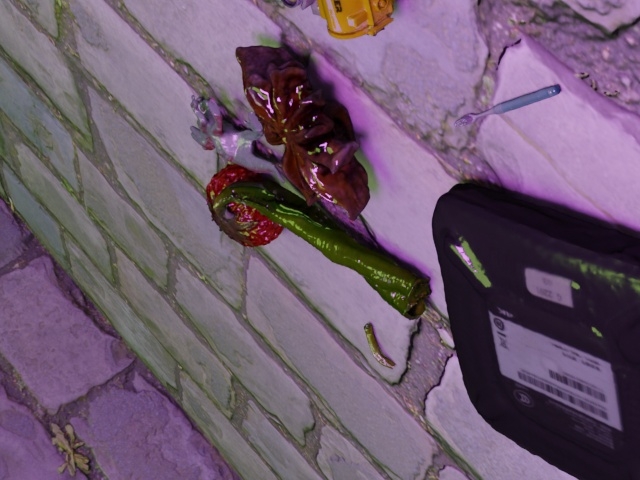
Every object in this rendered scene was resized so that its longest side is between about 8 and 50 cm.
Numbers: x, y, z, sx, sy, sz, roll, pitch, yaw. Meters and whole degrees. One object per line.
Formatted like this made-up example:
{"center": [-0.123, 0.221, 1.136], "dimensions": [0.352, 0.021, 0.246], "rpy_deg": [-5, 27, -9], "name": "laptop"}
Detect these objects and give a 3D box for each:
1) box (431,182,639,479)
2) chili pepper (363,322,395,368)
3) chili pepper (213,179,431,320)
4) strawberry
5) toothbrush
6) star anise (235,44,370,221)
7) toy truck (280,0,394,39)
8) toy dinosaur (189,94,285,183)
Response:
{"center": [0.272, 0.120, 1.127], "dimensions": [0.359, 0.091, 0.350], "rpy_deg": [24, 142, 45], "name": "box"}
{"center": [0.086, 0.162, 1.608], "dimensions": [0.030, 0.017, 0.083], "rpy_deg": [2, 123, 59], "name": "chili pepper"}
{"center": [0.000, 0.000, 1.468], "dimensions": [0.359, 0.076, 0.085], "rpy_deg": [30, 149, 28], "name": "chili pepper"}
{"center": [-0.119, -0.049, 1.621], "dimensions": [0.145, 0.086, 0.145], "rpy_deg": [32, 156, 16], "name": "strawberry"}
{"center": [0.183, -0.133, 1.054], "dimensions": [0.167, 0.014, 0.011], "rpy_deg": [-11, 103, 64], "name": "toothbrush"}
{"center": [-0.014, -0.138, 1.320], "dimensions": [0.214, 0.099, 0.220], "rpy_deg": [46, 163, 52], "name": "star anise"}
{"center": [0.009, -0.315, 1.041], "dimensions": [0.114, 0.098, 0.227], "rpy_deg": [27, 147, 39], "name": "toy truck"}
{"center": [-0.124, -0.138, 1.561], "dimensions": [0.242, 0.053, 0.167], "rpy_deg": [43, 154, 24], "name": "toy dinosaur"}
